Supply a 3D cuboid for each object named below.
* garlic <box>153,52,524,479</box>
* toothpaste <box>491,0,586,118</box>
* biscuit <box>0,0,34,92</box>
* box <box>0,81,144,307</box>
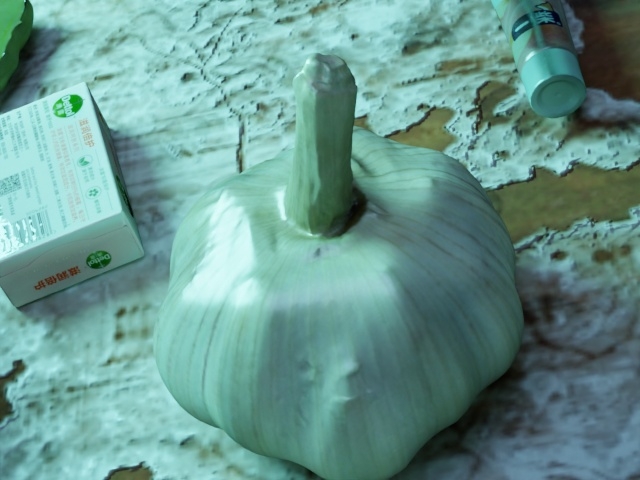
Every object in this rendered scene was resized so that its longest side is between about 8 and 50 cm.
[{"bbox_3d":[0.000,0.000,0.801,0.199,0.226,0.199,-5,51,6],"label":"garlic"},{"bbox_3d":[0.126,-0.155,1.012,0.056,0.036,0.205,-16,45,7],"label":"toothpaste"},{"bbox_3d":[-0.354,-0.127,1.139,0.322,0.038,0.099,-1,49,18],"label":"biscuit"},{"bbox_3d":[-0.165,-0.030,0.995,0.089,0.043,0.125,-21,49,1],"label":"box"}]
